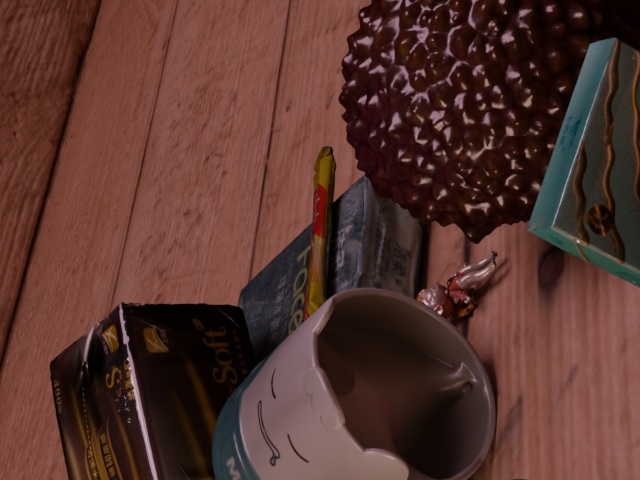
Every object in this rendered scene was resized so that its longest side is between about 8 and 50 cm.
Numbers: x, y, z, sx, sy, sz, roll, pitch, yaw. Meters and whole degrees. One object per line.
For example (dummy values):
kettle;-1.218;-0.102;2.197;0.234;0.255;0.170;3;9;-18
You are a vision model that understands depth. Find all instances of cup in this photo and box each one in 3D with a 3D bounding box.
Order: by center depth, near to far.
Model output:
cup;0.035;0.219;1.517;0.257;0.219;0.290;-44;62;42

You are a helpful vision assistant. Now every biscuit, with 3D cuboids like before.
biscuit;0.000;0.000;1.762;0.292;0.026;0.048;-86;10;-46

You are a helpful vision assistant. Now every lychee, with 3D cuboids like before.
lychee;0.166;-0.153;1.455;0.306;0.306;0.330;-124;30;-65

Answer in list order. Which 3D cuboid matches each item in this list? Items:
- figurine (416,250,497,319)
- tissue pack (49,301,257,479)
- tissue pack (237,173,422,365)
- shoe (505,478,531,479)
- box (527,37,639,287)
figurine;0.150;0.052;1.625;0.109;0.047;0.064;-39;25;30
tissue pack;-0.162;0.275;1.746;0.210;0.198;0.370;-36;61;42
tissue pack;0.001;0.089;1.838;0.315;0.103;0.228;-42;33;44
shoe;0.196;0.265;1.224;0.262;0.128;0.140;165;113;-65
box;0.282;-0.036;1.181;0.041;0.229;0.162;-8;60;64
